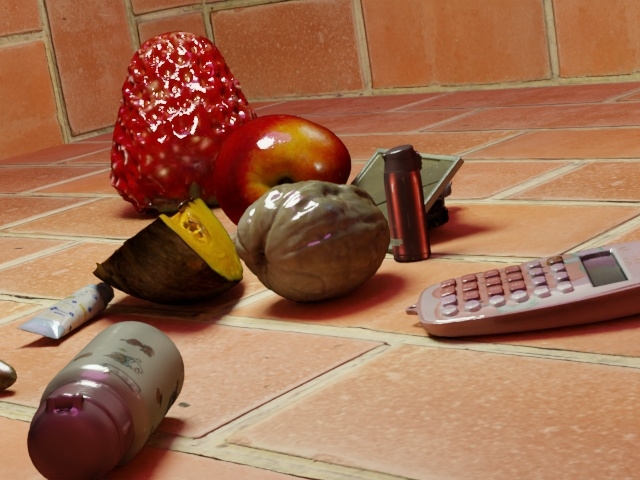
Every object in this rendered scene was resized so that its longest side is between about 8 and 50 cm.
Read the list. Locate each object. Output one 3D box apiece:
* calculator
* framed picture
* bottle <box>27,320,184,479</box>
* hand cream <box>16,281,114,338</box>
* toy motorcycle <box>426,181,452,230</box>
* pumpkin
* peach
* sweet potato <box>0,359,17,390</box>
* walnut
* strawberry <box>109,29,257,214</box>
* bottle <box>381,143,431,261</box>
[{"bbox_3d":[0.264,0.061,1.550,0.330,0.048,0.220,-9,13,7],"label":"calculator"},{"bbox_3d":[0.103,-0.067,2.055,0.184,0.016,0.250,-53,27,-13],"label":"framed picture"},{"bbox_3d":[-0.209,0.161,1.264,0.110,0.110,0.233,-7,13,9],"label":"bottle"},{"bbox_3d":[-0.340,0.097,1.795,0.065,0.043,0.171,11,20,21],"label":"hand cream"},{"bbox_3d":[0.148,-0.061,2.102,0.122,0.080,0.215,-7,17,10],"label":"toy motorcycle"},{"bbox_3d":[-0.214,0.046,1.825,0.169,0.148,0.312,-40,-1,7],"label":"pumpkin"},{"bbox_3d":[-0.066,-0.113,2.176,0.243,0.199,0.243,-21,15,6],"label":"peach"},{"bbox_3d":[-0.449,0.165,1.545,0.182,0.054,0.053,-12,3,-5],"label":"sweet potato"},{"bbox_3d":[0.000,-0.002,1.748,0.178,0.178,0.230,2,12,39],"label":"walnut"},{"bbox_3d":[-0.264,-0.235,2.556,0.318,0.345,0.295,-5,11,17],"label":"strawberry"},{"bbox_3d":[0.124,-0.055,1.880,0.060,0.164,0.060,-8,12,2],"label":"bottle"}]
